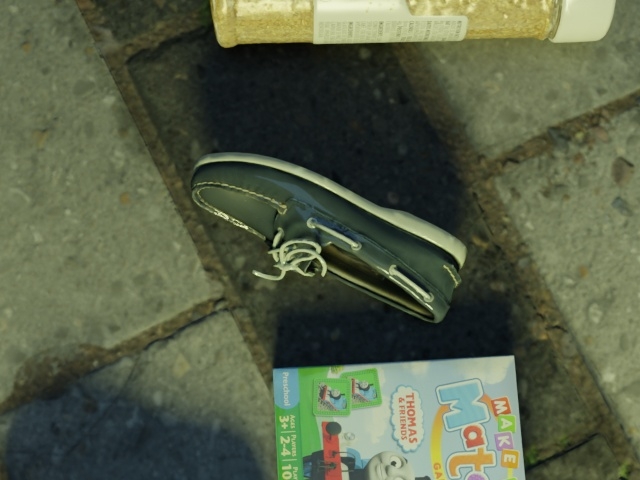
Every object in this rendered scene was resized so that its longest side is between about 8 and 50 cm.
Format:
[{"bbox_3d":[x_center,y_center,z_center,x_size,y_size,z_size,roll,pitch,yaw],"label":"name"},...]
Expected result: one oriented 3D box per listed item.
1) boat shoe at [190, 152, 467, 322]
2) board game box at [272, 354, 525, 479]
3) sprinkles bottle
[{"bbox_3d":[0.000,0.000,1.118,0.254,0.095,0.079,23,67,-5],"label":"boat shoe"},{"bbox_3d":[0.068,0.184,1.105,0.211,0.039,0.160,-3,78,-2],"label":"board game box"},{"bbox_3d":[0.080,-0.236,1.153,0.355,0.121,0.121,-1,78,-1],"label":"sprinkles bottle"}]
